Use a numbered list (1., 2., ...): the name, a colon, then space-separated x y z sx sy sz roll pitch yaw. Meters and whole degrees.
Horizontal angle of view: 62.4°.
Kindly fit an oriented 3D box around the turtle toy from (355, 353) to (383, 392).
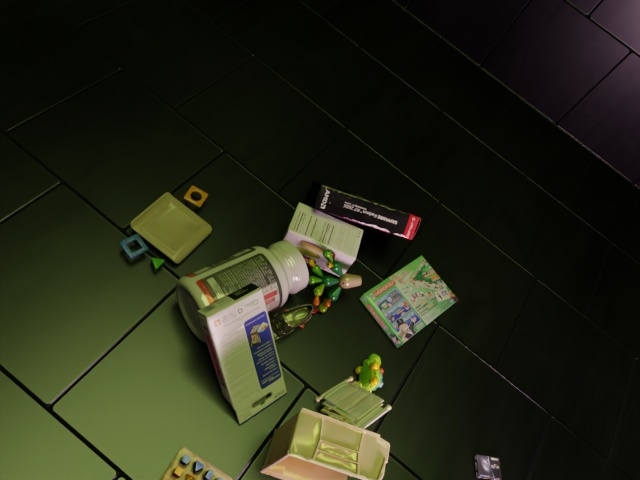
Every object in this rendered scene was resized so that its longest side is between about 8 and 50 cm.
1. turtle toy: 0.161 0.417 1.666 0.066 0.095 0.130 28 52 -31

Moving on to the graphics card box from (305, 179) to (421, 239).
1. graphics card box: 0.143 -0.112 1.889 0.371 0.233 0.094 18 98 -13

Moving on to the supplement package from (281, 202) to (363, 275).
1. supplement package: 0.000 0.000 1.814 0.244 0.139 0.133 23 53 -6

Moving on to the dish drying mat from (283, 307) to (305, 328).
1. dish drying mat: -0.086 0.252 1.707 0.083 0.008 0.032 31 55 -2

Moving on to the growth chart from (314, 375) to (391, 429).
1. growth chart: 0.086 0.476 1.537 0.172 0.237 0.021 -21 110 -26

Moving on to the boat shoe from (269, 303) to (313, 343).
1. boat shoe: -0.115 0.256 1.647 0.224 0.073 0.080 -27 73 -28

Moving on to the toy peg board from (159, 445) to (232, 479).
1. toy peg board: -0.326 0.630 1.337 0.161 0.079 0.160 34 54 0

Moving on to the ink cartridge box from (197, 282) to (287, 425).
1. ink cartridge box: -0.210 0.320 1.478 0.176 0.069 0.370 -27 117 -32

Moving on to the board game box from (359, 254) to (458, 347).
1. board game box: 0.319 0.208 1.877 0.317 0.046 0.213 -29 73 -33

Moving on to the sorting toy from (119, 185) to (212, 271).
1. sorting toy: -0.477 -0.038 1.702 0.196 0.047 0.347 40 54 -1

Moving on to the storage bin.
1. storage bin: 0.009 0.571 1.398 0.261 0.262 0.123 22 53 -9

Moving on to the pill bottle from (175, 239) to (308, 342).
1. pill bottle: -0.227 0.141 1.592 0.363 0.210 0.210 -25 72 -32

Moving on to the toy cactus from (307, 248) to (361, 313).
1. toy cactus: 0.042 0.135 1.739 0.181 0.112 0.218 1 95 -16

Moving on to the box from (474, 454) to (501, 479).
1. box: 0.528 0.717 1.671 0.083 0.018 0.067 15 57 -14
